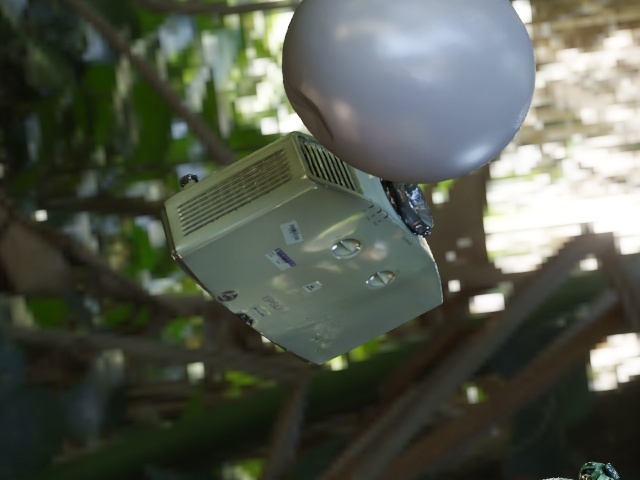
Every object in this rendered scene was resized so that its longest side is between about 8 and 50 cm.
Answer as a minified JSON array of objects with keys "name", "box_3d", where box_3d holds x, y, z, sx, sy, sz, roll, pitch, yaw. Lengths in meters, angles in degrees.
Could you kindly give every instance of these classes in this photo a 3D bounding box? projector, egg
[{"name":"projector","box_3d":[0.000,0.000,1.718,0.269,0.193,0.088,42,25,-52]},{"name":"egg","box_3d":[0.066,-0.132,1.492,0.232,0.176,0.176,2,81,-56]}]

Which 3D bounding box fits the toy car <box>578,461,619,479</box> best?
[{"name":"toy car","box_3d":[0.254,0.283,1.870,0.073,0.054,0.143,-45,151,-50]}]

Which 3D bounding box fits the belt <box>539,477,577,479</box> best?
[{"name":"belt","box_3d":[0.191,0.275,1.671,0.082,0.163,0.147,-8,105,-56]}]
